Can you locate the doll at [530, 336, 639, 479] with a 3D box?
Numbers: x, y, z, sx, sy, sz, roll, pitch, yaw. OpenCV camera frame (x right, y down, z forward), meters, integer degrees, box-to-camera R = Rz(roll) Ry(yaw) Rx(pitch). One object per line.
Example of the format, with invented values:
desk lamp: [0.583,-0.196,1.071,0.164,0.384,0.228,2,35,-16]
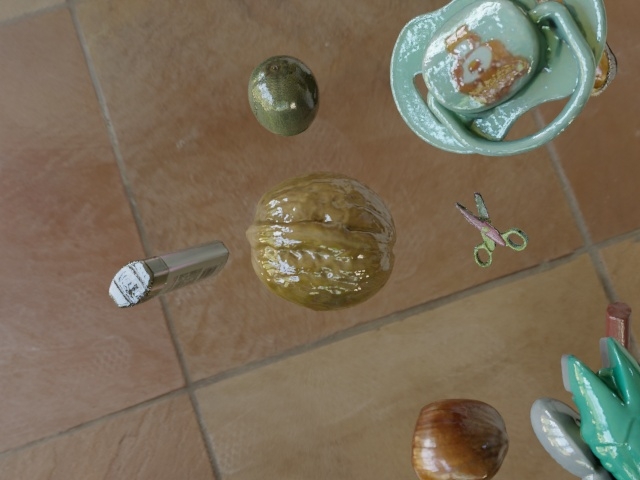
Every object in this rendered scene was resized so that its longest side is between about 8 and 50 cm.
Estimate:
doll: [0.365,0.250,0.867,0.195,0.153,0.258,3,80,2]

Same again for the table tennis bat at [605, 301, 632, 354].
table tennis bat: [0.665,0.316,1.598,0.051,0.414,0.268,12,40,33]

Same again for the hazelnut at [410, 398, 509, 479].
hazelnut: [0.214,0.312,1.094,0.151,0.150,0.150,0,81,-1]

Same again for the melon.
melon: [-0.049,-0.197,0.972,0.098,0.130,0.098,-3,61,5]

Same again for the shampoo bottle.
shampoo bottle: [-0.225,0.047,1.082,0.086,0.227,0.056,-42,82,21]

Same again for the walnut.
walnut: [0.000,0.000,1.542,0.333,0.333,0.332,0,81,-1]

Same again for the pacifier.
pacifier: [0.291,-0.282,1.111,0.343,0.269,0.288,-32,87,36]

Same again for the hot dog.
hot dog: [0.536,-0.418,1.488,0.069,0.131,0.252,-19,70,-21]

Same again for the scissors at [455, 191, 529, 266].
scissors: [0.385,-0.029,1.631,0.134,0.020,0.187,-30,111,22]
